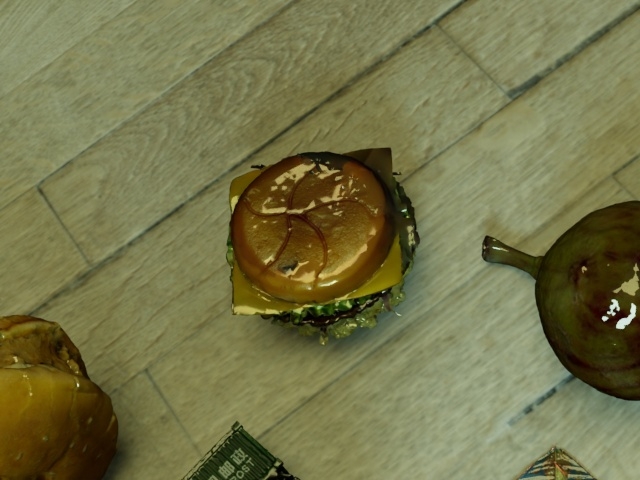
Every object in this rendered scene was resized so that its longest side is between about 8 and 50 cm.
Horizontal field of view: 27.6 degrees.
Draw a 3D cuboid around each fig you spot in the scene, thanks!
[{"bbox_3d":[0.297,0.038,1.432,0.217,0.217,0.321,-47,37,-10],"label":"fig"}]

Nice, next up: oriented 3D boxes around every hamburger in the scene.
[{"bbox_3d":[-0.382,0.236,1.448,0.314,0.290,0.170,-37,56,-3],"label":"hamburger"},{"bbox_3d":[0.000,0.000,1.545,0.243,0.138,0.261,-7,62,11],"label":"hamburger"}]

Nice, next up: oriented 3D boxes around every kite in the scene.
[{"bbox_3d":[0.252,0.295,1.391,0.183,0.010,0.160,-1,59,12],"label":"kite"}]

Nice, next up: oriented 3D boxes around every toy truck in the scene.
[{"bbox_3d":[-0.132,0.341,1.438,0.121,0.088,0.259,38,77,28],"label":"toy truck"}]
